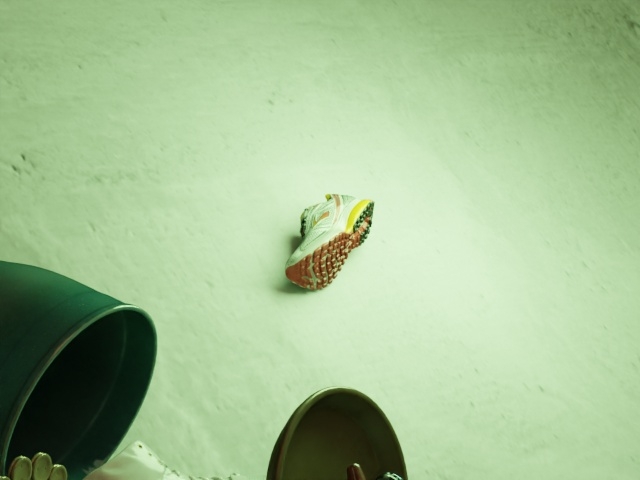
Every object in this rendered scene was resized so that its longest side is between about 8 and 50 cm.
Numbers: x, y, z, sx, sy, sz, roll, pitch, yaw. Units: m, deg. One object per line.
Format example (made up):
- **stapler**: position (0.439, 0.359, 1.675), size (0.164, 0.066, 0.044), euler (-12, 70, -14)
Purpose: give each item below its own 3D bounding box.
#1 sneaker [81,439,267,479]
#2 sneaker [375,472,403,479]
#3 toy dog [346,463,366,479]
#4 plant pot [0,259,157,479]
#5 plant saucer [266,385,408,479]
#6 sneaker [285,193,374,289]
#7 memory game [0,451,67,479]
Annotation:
- **sneaker**: position (-0.163, 0.301, 1.849), size (0.292, 0.108, 0.169), euler (-16, 59, -41)
- **sneaker**: position (0.071, 0.374, 1.852), size (0.078, 0.067, 0.188), euler (42, 55, -48)
- **toy dog**: position (0.049, 0.384, 1.713), size (0.220, 0.334, 0.161), euler (8, 40, -20)
- **plant pot**: position (-0.377, 0.142, 1.786), size (0.255, 0.272, 0.271), euler (28, 35, 21)
- **plant saucer**: position (0.019, 0.321, 1.882), size (0.278, 0.041, 0.278), euler (15, 70, -51)
- **sneaker**: position (0.000, 0.000, 2.327), size (0.092, 0.088, 0.225), euler (18, 34, 19)
- **memory game**: position (-0.332, 0.325, 1.674), size (0.012, 0.186, 0.186), euler (9, 31, 24)
